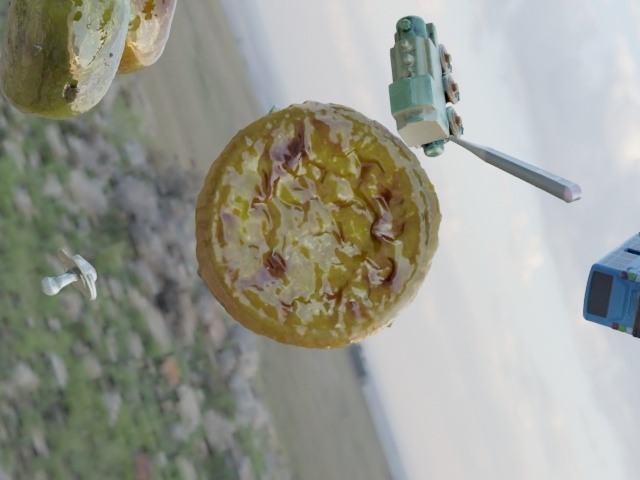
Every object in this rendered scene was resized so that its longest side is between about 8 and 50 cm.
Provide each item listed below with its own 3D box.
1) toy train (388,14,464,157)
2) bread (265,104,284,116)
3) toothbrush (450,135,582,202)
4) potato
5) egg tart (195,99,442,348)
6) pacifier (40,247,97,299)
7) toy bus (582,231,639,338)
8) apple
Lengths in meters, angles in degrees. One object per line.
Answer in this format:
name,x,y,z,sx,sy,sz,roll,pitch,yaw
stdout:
toy train,0.134,-0.210,1.980,0.125,0.080,0.194,47,34,-57
bread,-0.062,-0.080,2.015,0.112,0.193,0.036,28,20,-9
toothbrush,0.240,-0.113,2.014,0.342,0.025,0.030,36,-43,53
potato,-0.338,-0.255,1.953,0.111,0.160,0.272,-90,-162,-53
egg tart,0.000,0.000,1.248,0.147,0.202,0.203,72,-1,-78
pacifier,-0.302,0.049,1.781,0.083,0.064,0.068,33,-37,50
toy bus,0.420,0.053,1.964,0.184,0.106,0.090,-25,125,-56
apple,-0.322,-0.362,2.220,0.237,0.207,0.237,-170,-90,-79
